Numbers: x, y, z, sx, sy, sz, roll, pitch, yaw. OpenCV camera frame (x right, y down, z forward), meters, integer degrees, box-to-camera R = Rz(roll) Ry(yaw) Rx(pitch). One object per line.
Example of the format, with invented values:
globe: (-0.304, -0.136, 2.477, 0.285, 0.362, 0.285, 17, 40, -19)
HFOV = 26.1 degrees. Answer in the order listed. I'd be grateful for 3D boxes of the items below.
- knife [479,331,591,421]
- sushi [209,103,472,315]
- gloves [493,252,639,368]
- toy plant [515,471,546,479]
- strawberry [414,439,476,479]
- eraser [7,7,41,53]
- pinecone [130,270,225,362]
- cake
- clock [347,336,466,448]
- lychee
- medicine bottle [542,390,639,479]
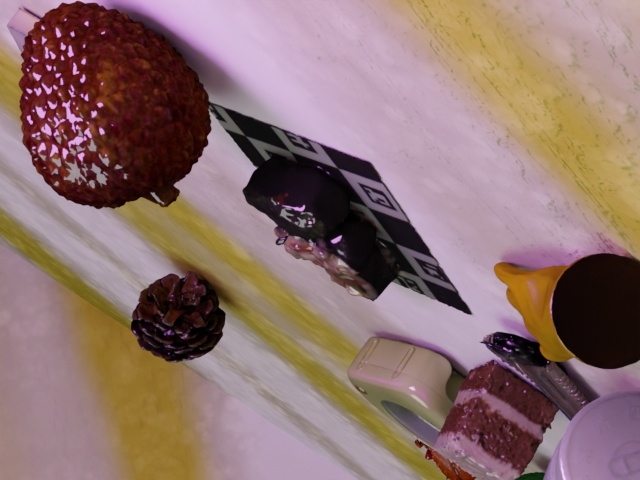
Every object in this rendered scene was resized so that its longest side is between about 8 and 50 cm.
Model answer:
knife: (0.344, 0.222, 1.878, 0.365, 0.043, 0.089, 43, 163, -32)
sushi: (0.000, 0.000, 1.820, 0.296, 0.100, 0.373, 23, 161, 39)
gloves: (0.267, 0.074, 1.524, 0.133, 0.116, 0.294, 64, 172, -2)
toy plant: (0.428, 0.448, 2.307, 0.240, 0.088, 0.154, 16, 170, 25)
strawberry: (0.240, 0.380, 2.537, 0.121, 0.082, 0.188, 59, 170, -10)
eraser: (-0.327, -0.229, 1.952, 0.230, 0.038, 0.157, 31, 165, 14)
pinecone: (-0.285, 0.153, 2.744, 0.179, 0.184, 0.204, 57, 175, 16)
cake: (0.251, 0.274, 2.025, 0.134, 0.147, 0.135, 36, 167, -1)
clock: (0.202, 0.281, 2.252, 0.308, 0.096, 0.235, 42, 162, -25)
lychee: (-0.255, -0.157, 1.665, 0.271, 0.236, 0.236, 61, 163, 0)
medicine bottle: (0.382, 0.337, 1.796, 0.190, 0.190, 0.332, 31, 156, 16)
